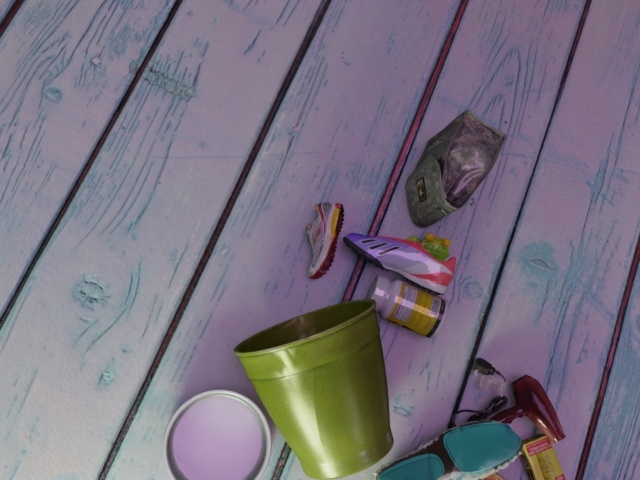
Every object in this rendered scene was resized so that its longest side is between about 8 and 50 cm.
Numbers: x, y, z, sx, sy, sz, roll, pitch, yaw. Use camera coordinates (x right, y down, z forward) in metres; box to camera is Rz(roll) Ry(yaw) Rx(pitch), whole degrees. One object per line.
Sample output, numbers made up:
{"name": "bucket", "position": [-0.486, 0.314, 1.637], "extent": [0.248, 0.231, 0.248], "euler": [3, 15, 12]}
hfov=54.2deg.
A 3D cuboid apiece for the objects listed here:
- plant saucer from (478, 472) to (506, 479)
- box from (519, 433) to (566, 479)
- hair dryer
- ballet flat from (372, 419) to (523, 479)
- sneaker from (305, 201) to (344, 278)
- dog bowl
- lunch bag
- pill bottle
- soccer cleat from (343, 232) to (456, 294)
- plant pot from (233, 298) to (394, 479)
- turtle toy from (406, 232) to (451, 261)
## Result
{"name": "plant saucer", "position": [0.407, 0.689, 1.621], "extent": [0.199, 0.037, 0.200], "euler": [-10, 44, 10]}
{"name": "box", "position": [0.616, 0.652, 1.699], "extent": [0.087, 0.058, 0.232], "euler": [-15, 79, -13]}
{"name": "hair dryer", "position": [0.526, 0.471, 1.716], "extent": [0.293, 0.080, 0.224], "euler": [19, 76, 15]}
{"name": "ballet flat", "position": [0.320, 0.581, 1.628], "extent": [0.408, 0.147, 0.147], "euler": [-17, 80, -7]}
{"name": "sneaker", "position": [0.000, 0.000, 1.752], "extent": [0.092, 0.088, 0.225], "euler": [11, 74, 14]}
{"name": "dog bowl", "position": [-0.256, 0.507, 1.564], "extent": [0.264, 0.104, 0.265], "euler": [2, 76, -9]}
{"name": "lunch bag", "position": [0.358, -0.183, 1.766], "extent": [0.168, 0.235, 0.287], "euler": [30, 73, -7]}
{"name": "pill bottle", "position": [0.235, 0.178, 1.719], "extent": [0.208, 0.119, 0.119], "euler": [23, 74, -3]}
{"name": "soccer cleat", "position": [0.218, 0.037, 1.733], "extent": [0.318, 0.108, 0.117], "euler": [26, 94, 7]}
{"name": "plant pot", "position": [0.018, 0.372, 1.540], "extent": [0.366, 0.366, 0.353], "euler": [-19, 92, -13]}
{"name": "turtle toy", "position": [0.308, 0.024, 1.795], "extent": [0.130, 0.066, 0.095], "euler": [19, 98, -2]}
